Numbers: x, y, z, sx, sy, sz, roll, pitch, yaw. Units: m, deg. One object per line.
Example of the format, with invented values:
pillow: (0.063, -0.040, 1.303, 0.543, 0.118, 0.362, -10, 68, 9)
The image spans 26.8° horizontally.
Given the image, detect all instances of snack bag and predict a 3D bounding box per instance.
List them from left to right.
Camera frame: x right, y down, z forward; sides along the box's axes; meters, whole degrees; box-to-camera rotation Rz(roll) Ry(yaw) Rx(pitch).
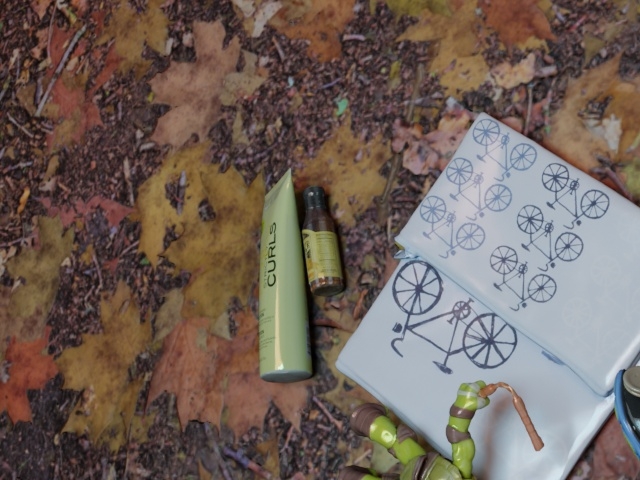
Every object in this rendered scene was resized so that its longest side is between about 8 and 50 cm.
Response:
snack bag: (0.191, 0.077, 1.408, 0.323, 0.037, 0.343, 39, 99, 35)

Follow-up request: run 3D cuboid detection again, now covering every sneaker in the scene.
sneaker: (0.334, 0.193, 1.246, 0.078, 0.067, 0.188, -34, 50, 5)

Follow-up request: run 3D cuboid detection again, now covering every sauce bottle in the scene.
sauce bottle: (0.000, 0.000, 1.559, 0.042, 0.042, 0.128, -22, 63, 28)

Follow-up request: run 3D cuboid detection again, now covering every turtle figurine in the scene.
turtle figurine: (0.111, 0.258, 1.358, 0.217, 0.087, 0.270, 14, 109, 46)

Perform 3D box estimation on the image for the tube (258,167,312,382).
tube: (-0.047, 0.044, 1.564, 0.070, 0.062, 0.240, -12, 69, 25)

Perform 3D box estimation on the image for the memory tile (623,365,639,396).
memory tile: (0.365, 0.141, 1.238, 0.148, 0.113, 0.012, 33, 140, 38)
